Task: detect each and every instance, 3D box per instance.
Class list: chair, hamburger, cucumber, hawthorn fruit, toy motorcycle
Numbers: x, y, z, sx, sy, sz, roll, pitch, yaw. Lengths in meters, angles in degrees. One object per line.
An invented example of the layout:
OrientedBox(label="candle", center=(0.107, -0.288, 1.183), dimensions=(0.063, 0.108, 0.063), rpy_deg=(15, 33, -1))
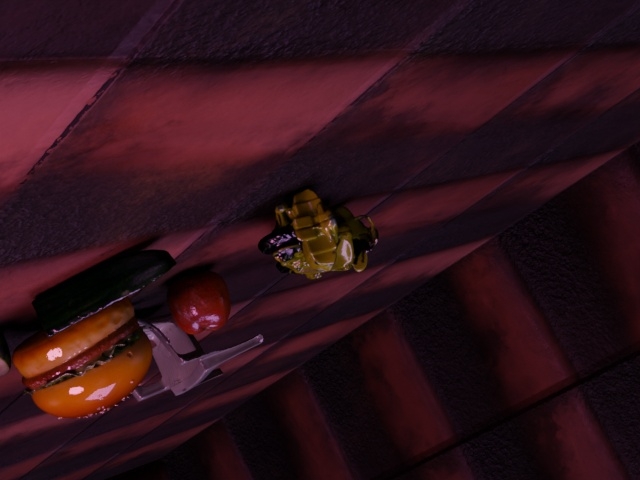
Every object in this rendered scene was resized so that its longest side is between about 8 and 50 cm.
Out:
OrientedBox(label="chair", center=(-0.298, 0.209, 2.206), dimensions=(0.275, 0.190, 0.203), rpy_deg=(-24, 168, -47))
OrientedBox(label="hamburger", center=(-0.394, 0.207, 1.877), dimensions=(0.246, 0.170, 0.246), rpy_deg=(-27, -175, 3))
OrientedBox(label="cucumber", center=(-0.348, 0.072, 1.766), dimensions=(0.244, 0.063, 0.115), rpy_deg=(-27, -170, -1))
OrientedBox(label="hawthorn fruit", center=(-0.229, 0.118, 2.076), dimensions=(0.128, 0.128, 0.128), rpy_deg=(-25, 167, -6))
OrientedBox(label="toy motorcycle", center=(0.001, 0.002, 2.016), dimensions=(0.206, 0.142, 0.342), rpy_deg=(-28, 169, 1))

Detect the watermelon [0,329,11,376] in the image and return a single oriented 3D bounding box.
OrientedBox(label="watermelon", center=(-0.578, 0.191, 1.828), dimensions=(0.119, 0.063, 0.245), rpy_deg=(-9, 163, -15))
